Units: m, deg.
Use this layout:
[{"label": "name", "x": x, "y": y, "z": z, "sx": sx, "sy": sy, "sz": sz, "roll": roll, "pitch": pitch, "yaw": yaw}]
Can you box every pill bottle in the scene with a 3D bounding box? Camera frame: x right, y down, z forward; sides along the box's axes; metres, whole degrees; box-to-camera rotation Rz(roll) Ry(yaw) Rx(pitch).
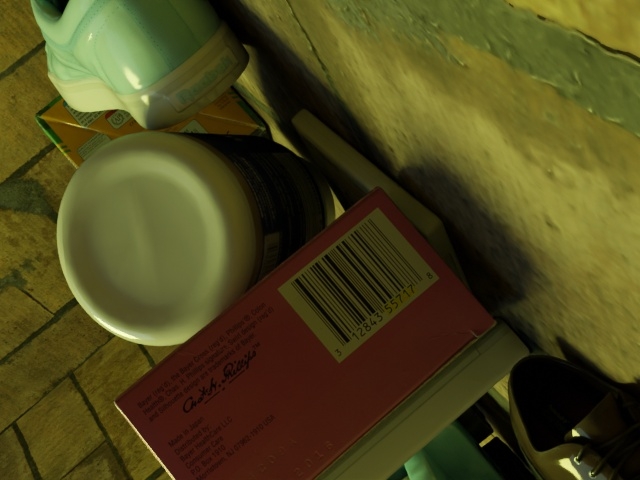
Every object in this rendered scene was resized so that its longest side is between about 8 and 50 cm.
[{"label": "pill bottle", "x": -0.082, "y": -0.012, "z": 0.703, "sx": 0.153, "sy": 0.153, "sz": 0.264, "roll": 48, "pitch": -164, "yaw": 7}]

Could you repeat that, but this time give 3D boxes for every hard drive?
[{"label": "hard drive", "x": 0.023, "y": 0.179, "z": 0.690, "sx": 0.040, "sy": 0.307, "sz": 0.203, "roll": 50, "pitch": 175, "yaw": 6}]

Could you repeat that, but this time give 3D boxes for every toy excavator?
[{"label": "toy excavator", "x": 0.127, "y": 0.321, "z": 0.917, "sx": 0.433, "sy": 0.222, "sz": 0.445, "roll": 49, "pitch": -175, "yaw": -22}]

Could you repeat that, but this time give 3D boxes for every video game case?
[{"label": "video game case", "x": 0.051, "y": -0.017, "z": 0.643, "sx": 0.157, "sy": 0.019, "sz": 0.143, "roll": 44, "pitch": 173, "yaw": 36}]

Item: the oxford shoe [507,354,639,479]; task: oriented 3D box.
[{"label": "oxford shoe", "x": 0.169, "y": 0.136, "z": 0.451, "sx": 0.096, "sy": 0.083, "sz": 0.227, "roll": 57, "pitch": 170, "yaw": -32}]

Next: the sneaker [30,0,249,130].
[{"label": "sneaker", "x": -0.181, "y": -0.198, "z": 0.717, "sx": 0.366, "sy": 0.135, "sz": 0.150, "roll": 21, "pitch": 149, "yaw": 57}]

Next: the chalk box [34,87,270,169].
[{"label": "chalk box", "x": -0.170, "y": -0.094, "z": 1.006, "sx": 0.179, "sy": 0.180, "sz": 0.289, "roll": 48, "pitch": 173, "yaw": 10}]

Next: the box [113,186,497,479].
[{"label": "box", "x": -0.013, "y": 0.095, "z": 0.625, "sx": 0.117, "sy": 0.213, "sz": 0.243, "roll": 50, "pitch": 171, "yaw": 7}]
